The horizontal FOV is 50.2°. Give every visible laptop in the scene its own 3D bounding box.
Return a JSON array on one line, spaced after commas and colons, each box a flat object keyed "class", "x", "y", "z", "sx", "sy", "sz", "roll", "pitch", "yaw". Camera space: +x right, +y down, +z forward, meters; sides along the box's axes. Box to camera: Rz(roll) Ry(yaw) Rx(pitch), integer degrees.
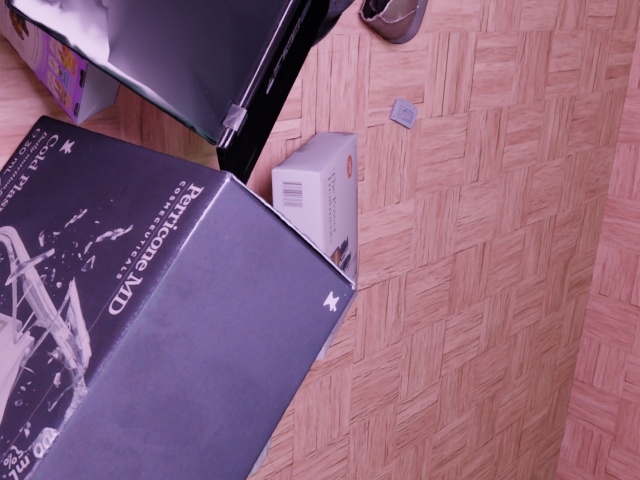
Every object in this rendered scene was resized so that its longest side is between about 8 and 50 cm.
[{"class": "laptop", "x": -0.145, "y": -0.306, "z": 0.897, "sx": 0.408, "sy": 0.236, "sz": 0.382, "roll": 110, "pitch": 4, "yaw": -76}]

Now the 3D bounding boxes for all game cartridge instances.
[{"class": "game cartridge", "x": 0.195, "y": -0.297, "z": 1.587, "sx": 0.083, "sy": 0.017, "sz": 0.056, "roll": 16, "pitch": 97, "yaw": -48}]

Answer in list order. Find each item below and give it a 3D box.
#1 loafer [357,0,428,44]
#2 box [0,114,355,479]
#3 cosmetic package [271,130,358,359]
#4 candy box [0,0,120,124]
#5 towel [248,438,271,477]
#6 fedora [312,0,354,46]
[{"class": "loafer", "x": 0.168, "y": -0.582, "z": 1.354, "sx": 0.130, "sy": 0.134, "sz": 0.365, "roll": -3, "pitch": 108, "yaw": -46}, {"class": "box", "x": -0.297, "y": 0.133, "z": 0.899, "sx": 0.297, "sy": 0.472, "sz": 0.480, "roll": 43, "pitch": 73, "yaw": -46}, {"class": "cosmetic package", "x": 0.000, "y": 0.000, "z": 1.354, "sx": 0.284, "sy": 0.097, "sz": 0.377, "roll": -57, "pitch": 149, "yaw": -63}, {"class": "candy box", "x": -0.337, "y": -0.272, "z": 0.864, "sx": 0.070, "sy": 0.165, "sz": 0.196, "roll": -39, "pitch": 92, "yaw": -29}, {"class": "towel", "x": -0.125, "y": 0.169, "z": 1.202, "sx": 0.374, "sy": 0.090, "sz": 0.320, "roll": -87, "pitch": 173, "yaw": -48}, {"class": "fedora", "x": -0.020, "y": -0.470, "z": 1.189, "sx": 0.334, "sy": 0.152, "sz": 0.334, "roll": -20, "pitch": 120, "yaw": -40}]
